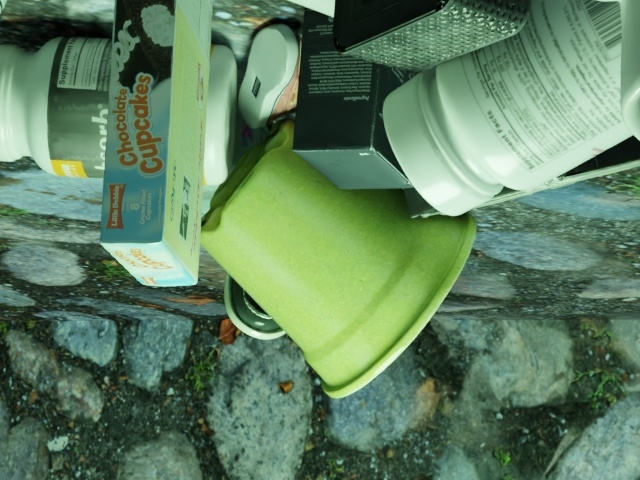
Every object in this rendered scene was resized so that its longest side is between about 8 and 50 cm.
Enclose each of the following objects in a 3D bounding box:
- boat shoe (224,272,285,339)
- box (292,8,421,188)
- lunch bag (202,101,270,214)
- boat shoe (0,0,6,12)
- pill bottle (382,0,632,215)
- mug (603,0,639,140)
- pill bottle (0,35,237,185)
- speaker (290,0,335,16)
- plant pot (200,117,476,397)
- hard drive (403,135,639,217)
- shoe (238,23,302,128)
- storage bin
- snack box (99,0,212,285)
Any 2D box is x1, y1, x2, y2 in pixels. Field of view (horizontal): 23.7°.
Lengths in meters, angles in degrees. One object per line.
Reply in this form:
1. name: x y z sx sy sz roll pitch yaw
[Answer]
1. boat shoe: -0.015 -0.013 1.992 0.127 0.340 0.113 37 136 2
2. box: 0.042 -0.149 1.630 0.093 0.158 0.156 0 167 20
3. lunch bag: -0.163 -0.108 2.005 0.224 0.108 0.279 -2 169 5
4. boat shoe: -0.420 -0.207 1.599 0.121 0.119 0.335 11 166 -31
5. pill bottle: 0.207 -0.144 1.385 0.283 0.160 0.160 -29 152 27
6. mug: 0.256 -0.223 0.818 0.374 0.328 0.276 3 167 6
7. pill bottle: -0.237 -0.148 1.720 0.278 0.162 0.162 3 168 2
8. speaker: -0.020 -0.250 1.429 0.136 0.055 0.055 13 165 -38
9. plant pot: 0.000 0.000 1.801 0.254 0.276 0.276 39 159 -11
10. hard drive: 0.290 -0.097 1.732 0.339 0.064 0.237 -15 180 -39
11. shoe: -0.034 -0.192 1.708 0.081 0.063 0.178 -22 161 -25
12. storage bin: 0.095 -0.229 1.331 0.084 0.122 0.180 11 166 -32
13. snack box: -0.143 -0.133 1.374 0.060 0.322 0.187 1 167 5
